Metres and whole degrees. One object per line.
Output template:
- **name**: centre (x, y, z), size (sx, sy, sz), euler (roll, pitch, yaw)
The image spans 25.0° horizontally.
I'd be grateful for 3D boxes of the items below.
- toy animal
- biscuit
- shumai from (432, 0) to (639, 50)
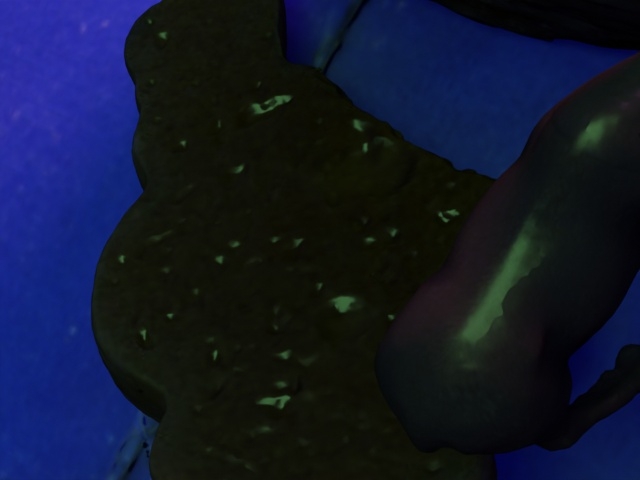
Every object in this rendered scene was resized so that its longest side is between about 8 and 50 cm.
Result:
- **toy animal**: centre (0.093, -0.021, 0.423), size (0.094, 0.186, 0.214), euler (39, 96, 26)
- **biscuit**: centre (-0.009, 0.002, 0.593), size (0.183, 0.047, 0.319), euler (-24, 56, -7)
- **shumai**: centre (0.105, -0.230, 0.529), size (0.346, 0.217, 0.283), euler (22, 87, 32)
